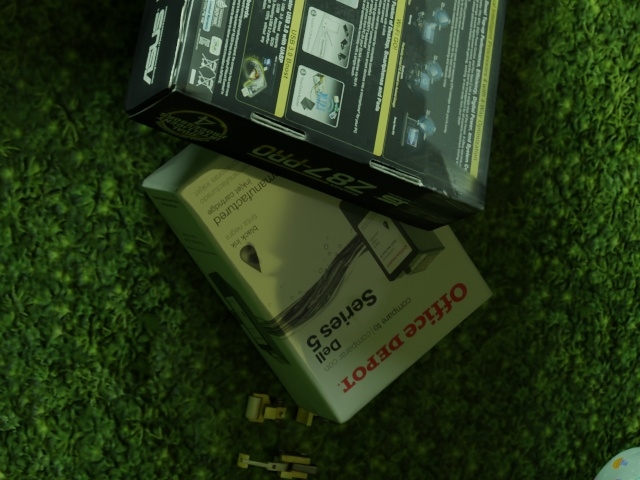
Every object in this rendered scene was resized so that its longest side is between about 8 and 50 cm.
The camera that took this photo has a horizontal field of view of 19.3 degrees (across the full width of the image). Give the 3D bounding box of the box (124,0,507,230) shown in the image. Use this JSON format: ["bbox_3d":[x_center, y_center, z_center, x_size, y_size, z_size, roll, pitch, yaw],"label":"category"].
[{"bbox_3d":[0.018,-0.243,1.631,0.318,0.097,0.395,18,68,-28],"label":"box"}]

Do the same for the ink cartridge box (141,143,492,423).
[{"bbox_3d":[0.000,0.000,1.733,0.198,0.115,0.273,-40,108,-15],"label":"ink cartridge box"}]

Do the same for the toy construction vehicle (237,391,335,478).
[{"bbox_3d":[-0.027,0.186,1.808,0.098,0.035,0.086,13,94,-25],"label":"toy construction vehicle"}]

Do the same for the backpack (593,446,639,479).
[{"bbox_3d":[0.335,0.315,1.933,0.166,0.144,0.188,41,79,-19],"label":"backpack"}]
